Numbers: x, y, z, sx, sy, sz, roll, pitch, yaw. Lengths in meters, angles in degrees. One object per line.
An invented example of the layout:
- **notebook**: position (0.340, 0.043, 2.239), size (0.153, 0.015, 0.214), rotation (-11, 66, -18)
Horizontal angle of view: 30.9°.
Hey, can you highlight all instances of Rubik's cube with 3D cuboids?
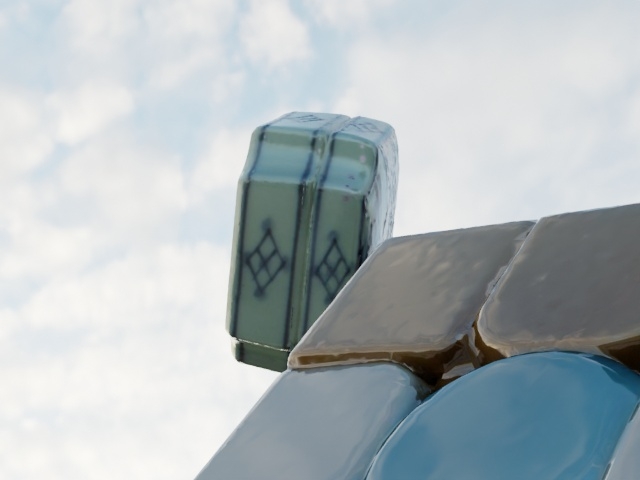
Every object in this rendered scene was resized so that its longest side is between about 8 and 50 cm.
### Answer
- **Rubik's cube**: position (0.145, 0.209, 0.498), size (0.347, 0.344, 0.347), rotation (-10, -61, 45)

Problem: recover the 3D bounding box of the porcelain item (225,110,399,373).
- **porcelain item**: position (0.000, 0.000, 1.329), size (0.157, 0.286, 0.281), rotation (9, -78, 9)
